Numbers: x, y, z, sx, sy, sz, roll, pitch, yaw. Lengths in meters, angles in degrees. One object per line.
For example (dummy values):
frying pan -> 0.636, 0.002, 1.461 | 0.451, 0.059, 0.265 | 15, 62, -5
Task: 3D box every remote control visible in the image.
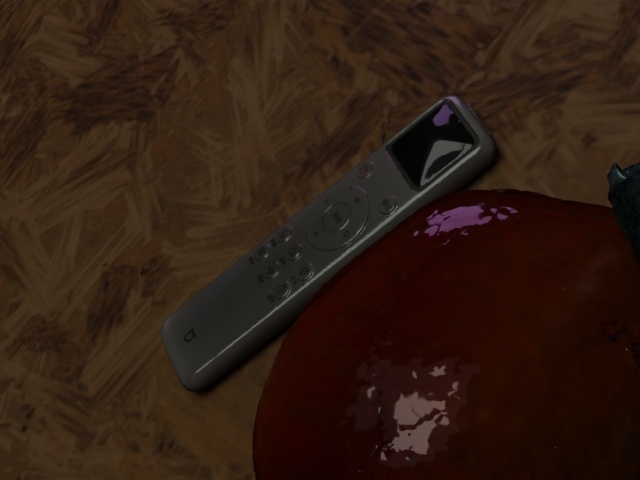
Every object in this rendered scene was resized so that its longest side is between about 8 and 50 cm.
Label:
remote control -> 0.000, 0.000, 0.933 | 0.261, 0.029, 0.067 | -38, 45, 9

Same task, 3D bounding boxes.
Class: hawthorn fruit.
hawthorn fruit -> 0.061, 0.107, 0.662 | 0.211, 0.211, 0.299 | 2, 36, 38

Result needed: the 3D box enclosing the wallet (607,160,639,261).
wallet -> 0.247, 0.122, 0.550 | 0.046, 0.190, 0.379 | -54, 36, 35
